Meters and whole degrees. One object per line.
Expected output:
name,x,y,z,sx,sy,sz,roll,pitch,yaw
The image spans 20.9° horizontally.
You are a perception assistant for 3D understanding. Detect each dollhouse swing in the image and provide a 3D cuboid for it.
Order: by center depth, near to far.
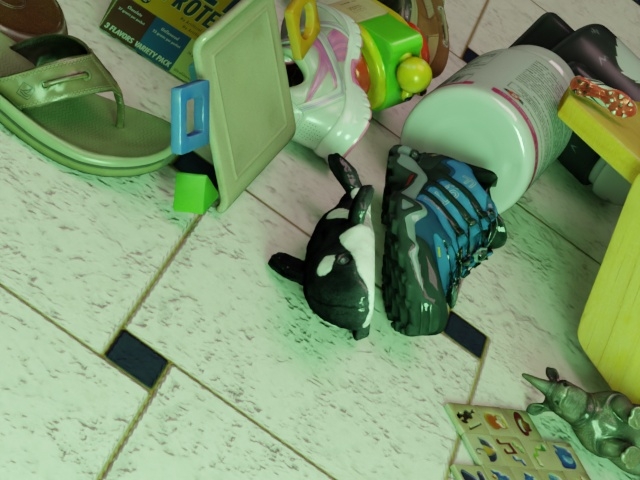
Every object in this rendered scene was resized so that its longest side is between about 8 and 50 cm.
dollhouse swing,0.407,0.026,2.042,0.347,0.315,0.305,6,18,-45

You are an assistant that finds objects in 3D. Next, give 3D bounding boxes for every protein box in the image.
protein box,-0.119,-0.312,1.908,0.136,0.201,0.200,31,29,-12

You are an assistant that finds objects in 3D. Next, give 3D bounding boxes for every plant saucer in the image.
plant saucer,-0.324,-0.241,1.755,0.168,0.029,0.168,27,31,-18

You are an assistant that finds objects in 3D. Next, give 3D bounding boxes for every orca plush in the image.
orca plush,0.000,0.000,1.708,0.102,0.151,0.287,2,37,0

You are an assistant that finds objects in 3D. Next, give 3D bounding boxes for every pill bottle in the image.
pill bottle,0.213,-0.139,2.081,0.160,0.160,0.283,41,29,5

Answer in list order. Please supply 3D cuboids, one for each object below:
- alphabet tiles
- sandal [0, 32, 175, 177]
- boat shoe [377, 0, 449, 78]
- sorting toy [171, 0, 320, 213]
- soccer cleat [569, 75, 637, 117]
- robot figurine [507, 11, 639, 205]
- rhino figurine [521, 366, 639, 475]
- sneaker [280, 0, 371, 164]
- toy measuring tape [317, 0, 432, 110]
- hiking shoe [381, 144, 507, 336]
alphabet tiles,0.211,0.253,1.679,0.198,0.009,0.237,10,39,-41
sandal,-0.263,-0.155,1.638,0.303,0.086,0.120,30,30,-16
boat shoe,0.103,-0.322,2.280,0.120,0.122,0.324,29,38,-28
sorting toy,-0.084,-0.151,1.751,0.047,0.196,0.347,7,30,21
soccer cleat,0.325,-0.167,1.991,0.083,0.029,0.035,25,23,6
robot figurine,0.369,-0.175,2.295,0.278,0.173,0.209,47,45,16
rhino figurine,0.304,0.193,1.791,0.243,0.073,0.106,28,-2,-18
sneaker,-0.019,-0.197,1.962,0.111,0.103,0.252,24,31,-27
toy measuring tape,0.039,-0.239,2.115,0.121,0.121,0.330,14,17,-37
hiking shoe,0.132,-0.008,1.812,0.132,0.113,0.304,4,35,-1
